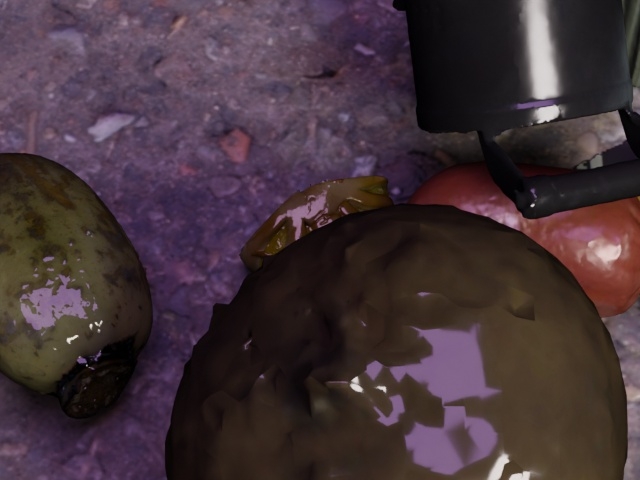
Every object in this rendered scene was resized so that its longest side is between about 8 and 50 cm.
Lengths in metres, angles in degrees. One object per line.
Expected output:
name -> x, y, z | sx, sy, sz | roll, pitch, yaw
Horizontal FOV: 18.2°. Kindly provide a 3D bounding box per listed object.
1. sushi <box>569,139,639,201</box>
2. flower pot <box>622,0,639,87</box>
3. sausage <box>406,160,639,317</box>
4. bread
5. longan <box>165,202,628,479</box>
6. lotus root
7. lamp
sushi -> 0.418, -0.040, 1.932 | 0.290, 0.050, 0.264 | -23, 64, -11
flower pot -> 0.361, -0.287, 1.989 | 0.209, 0.189, 0.239 | -34, 67, -16
sausage -> 0.195, -0.004, 1.867 | 0.254, 0.148, 0.148 | 12, 63, 9
bread -> 0.000, 0.000, 1.910 | 0.157, 0.083, 0.094 | -12, 74, -6
longan -> 0.063, 0.156, 1.650 | 0.391, 0.391, 0.391 | -1, 62, 1
lotus root -> -0.272, 0.021, 1.863 | 0.173, 0.173, 0.309 | -28, 58, -13
lamp -> 0.181, -0.223, 1.844 | 0.205, 0.272, 0.374 | -12, 30, -19
